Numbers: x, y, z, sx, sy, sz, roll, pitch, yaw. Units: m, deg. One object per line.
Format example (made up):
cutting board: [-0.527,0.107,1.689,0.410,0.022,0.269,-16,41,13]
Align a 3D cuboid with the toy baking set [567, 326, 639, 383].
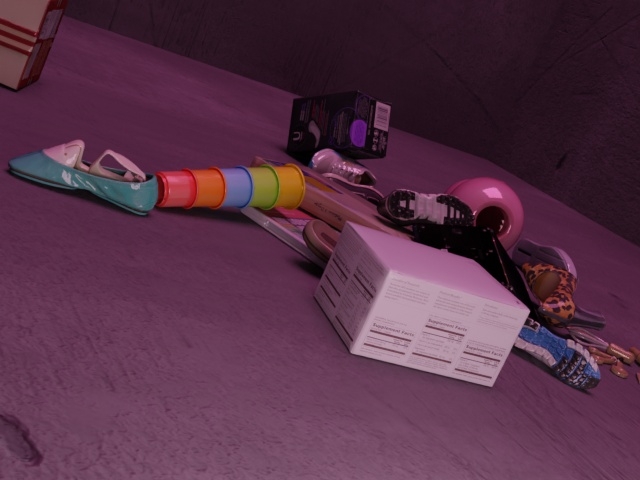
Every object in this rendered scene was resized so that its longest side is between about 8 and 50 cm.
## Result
toy baking set: [0.630,0.238,1.845,0.197,0.030,0.256,19,15,-16]

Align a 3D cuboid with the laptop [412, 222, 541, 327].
laptop: [0.322,0.084,1.792,0.264,0.136,0.234,3,32,-3]

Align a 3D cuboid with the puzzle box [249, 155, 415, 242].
puzzle box: [0.061,-0.066,1.954,0.409,0.052,0.272,31,12,23]

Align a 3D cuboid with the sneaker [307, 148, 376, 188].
sneaker: [0.060,-0.188,2.370,0.229,0.087,0.092,5,24,-45]

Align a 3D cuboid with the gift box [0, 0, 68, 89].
gift box: [-0.740,-0.505,1.952,0.258,0.255,0.276,23,8,-10]

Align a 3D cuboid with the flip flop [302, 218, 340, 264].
flip flop: [0.094,0.042,1.569,0.277,0.080,0.112,38,20,3]

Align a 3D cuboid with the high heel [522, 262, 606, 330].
high heel: [0.485,0.105,1.918,0.186,0.093,0.261,12,22,-35]

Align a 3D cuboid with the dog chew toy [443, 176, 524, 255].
dog chew toy: [0.398,-0.070,2.277,0.207,0.206,0.332,21,7,-10]

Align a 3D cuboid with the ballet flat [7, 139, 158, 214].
ballet flat: [-0.387,-0.120,1.458,0.247,0.087,0.083,18,16,-18]

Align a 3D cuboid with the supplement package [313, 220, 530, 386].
supplement package: [0.156,0.099,1.398,0.262,0.145,0.204,17,16,-24]

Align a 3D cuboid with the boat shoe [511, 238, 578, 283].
boat shoe: [0.598,0.066,2.256,0.094,0.109,0.302,21,12,-16]

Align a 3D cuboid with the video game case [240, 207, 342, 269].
video game case: [0.000,0.000,1.744,0.285,0.025,0.204,34,18,34]

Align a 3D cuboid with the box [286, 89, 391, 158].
box: [0.051,-0.319,2.472,0.143,0.165,0.270,12,-6,-43]

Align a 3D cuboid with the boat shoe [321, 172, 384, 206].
boat shoe: [0.077,-0.106,2.205,0.206,0.075,0.065,20,57,-33]

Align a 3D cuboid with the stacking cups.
stacking cups: [-0.179,-0.096,1.660,0.316,0.096,0.096,-6,30,-39]

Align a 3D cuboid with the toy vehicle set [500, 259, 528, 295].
toy vehicle set: [0.340,0.026,1.987,0.166,0.035,0.267,12,33,-51]

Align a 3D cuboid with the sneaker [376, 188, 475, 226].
sneaker: [0.225,-0.064,1.912,0.234,0.078,0.106,9,-8,-26]

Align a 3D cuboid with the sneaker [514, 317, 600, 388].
sneaker: [0.432,0.204,1.605,0.191,0.071,0.083,37,3,25]
